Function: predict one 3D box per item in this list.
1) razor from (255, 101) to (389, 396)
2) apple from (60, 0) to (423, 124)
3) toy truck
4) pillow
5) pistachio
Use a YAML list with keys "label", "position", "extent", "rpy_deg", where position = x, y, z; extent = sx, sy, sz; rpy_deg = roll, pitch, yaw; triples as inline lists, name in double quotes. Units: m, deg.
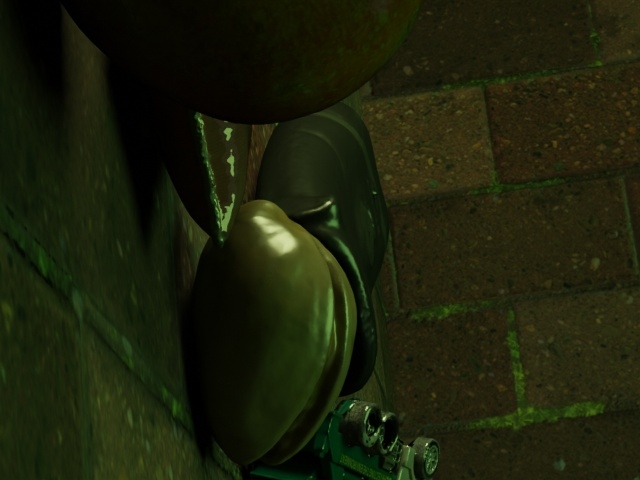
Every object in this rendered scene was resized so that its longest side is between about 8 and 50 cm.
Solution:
- label: "razor"
  position: [-0.002, 0.000, 1.532]
  extent: [0.349, 0.113, 0.204]
  rpy_deg: [-79, 160, -67]
- label: "apple"
  position: [-0.040, -0.181, 0.847]
  extent: [0.207, 0.237, 0.237]
  rpy_deg: [168, -86, -83]
- label: "toy truck"
  position: [0.011, 0.196, 1.328]
  extent: [0.216, 0.110, 0.116]
  rpy_deg: [37, 64, -58]
- label: "pillow"
  position: [-0.083, -0.108, 1.032]
  extent: [0.171, 0.075, 0.179]
  rpy_deg: [-99, -178, -62]
- label: "pistachio"
  position: [-0.037, 0.064, 1.125]
  extent: [0.124, 0.124, 0.185]
  rpy_deg: [49, 50, -80]
